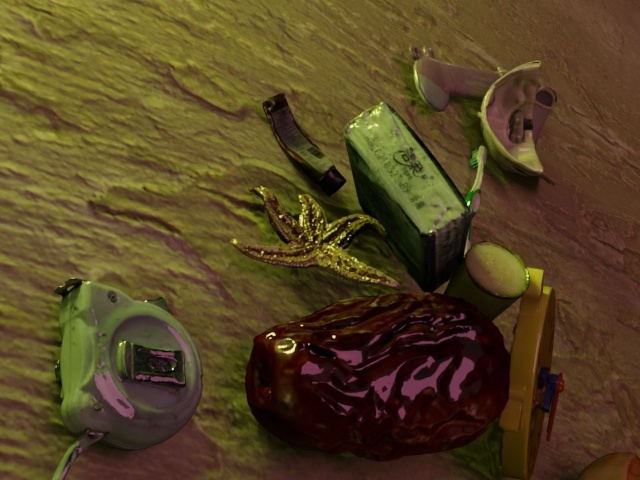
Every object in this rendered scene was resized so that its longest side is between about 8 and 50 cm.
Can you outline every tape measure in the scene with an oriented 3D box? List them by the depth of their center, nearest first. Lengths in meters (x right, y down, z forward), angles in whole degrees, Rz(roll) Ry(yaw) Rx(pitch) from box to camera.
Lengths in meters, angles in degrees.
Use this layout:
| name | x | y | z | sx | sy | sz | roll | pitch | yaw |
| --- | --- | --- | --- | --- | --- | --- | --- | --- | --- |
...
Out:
| name | x | y | z | sx | sy | sz | roll | pitch | yaw |
| --- | --- | --- | --- | --- | --- | --- | --- | --- | --- |
| tape measure | -0.179 | 0.202 | 0.793 | 0.164 | 0.084 | 0.330 | 12 | 57 | -37 |

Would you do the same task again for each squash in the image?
| name | x | y | z | sx | sy | sz | roll | pitch | yaw |
| --- | --- | --- | --- | --- | --- | --- | --- | --- | --- |
| squash | 0.209 | 0.096 | 1.181 | 0.094 | 0.224 | 0.094 | 7 | 54 | -10 |

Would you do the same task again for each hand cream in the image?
| name | x | y | z | sx | sy | sz | roll | pitch | yaw |
| --- | --- | --- | --- | --- | --- | --- | --- | --- | --- |
| hand cream | -0.024 | -0.137 | 1.202 | 0.163 | 0.039 | 0.062 | 53 | 41 | 1 |

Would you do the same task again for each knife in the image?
| name | x | y | z | sx | sy | sz | roll | pitch | yaw |
| --- | --- | --- | --- | --- | --- | --- | --- | --- | --- |
| knife | 0.288 | -0.299 | 1.625 | 0.399 | 0.038 | 0.132 | -6 | 79 | -49 |

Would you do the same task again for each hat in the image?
| name | x | y | z | sx | sy | sz | roll | pitch | yaw |
| --- | --- | --- | --- | --- | --- | --- | --- | --- | --- |
| hat | 0.382 | -0.214 | 1.638 | 0.226 | 0.164 | 0.219 | 59 | 34 | -77 |

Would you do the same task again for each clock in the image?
| name | x | y | z | sx | sy | sz | roll | pitch | yaw |
| --- | --- | --- | --- | --- | --- | --- | --- | --- | --- |
| clock | 0.310 | 0.201 | 1.200 | 0.293 | 0.071 | 0.277 | 54 | 47 | -63 |

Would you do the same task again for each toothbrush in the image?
| name | x | y | z | sx | sy | sz | roll | pitch | yaw |
| --- | --- | --- | --- | --- | --- | --- | --- | --- | --- |
| toothbrush | 0.264 | -0.059 | 1.460 | 0.030 | 0.030 | 0.303 | 38 | 44 | -24 |

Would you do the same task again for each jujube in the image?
| name | x | y | z | sx | sy | sz | roll | pitch | yaw |
| --- | --- | --- | --- | --- | --- | --- | --- | --- | --- |
| jujube | 0.072 | 0.162 | 1.004 | 0.342 | 0.216 | 0.216 | 4 | 64 | -39 |

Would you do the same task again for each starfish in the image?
| name | x | y | z | sx | sy | sz | roll | pitch | yaw |
| --- | --- | --- | --- | --- | --- | --- | --- | --- | --- |
| starfish | -0.003 | 0.006 | 1.077 | 0.213 | 0.057 | 0.238 | -24 | 56 | -41 |

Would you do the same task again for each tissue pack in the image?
| name | x | y | z | sx | sy | sz | roll | pitch | yaw |
| --- | --- | --- | --- | --- | --- | --- | --- | --- | --- |
| tissue pack | 0.117 | -0.048 | 1.120 | 0.185 | 0.081 | 0.257 | 54 | -5 | 19 |

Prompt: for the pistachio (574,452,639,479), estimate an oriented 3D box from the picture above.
| name | x | y | z | sx | sy | sz | roll | pitch | yaw |
| --- | --- | --- | --- | --- | --- | --- | --- | --- | --- |
| pistachio | 0.461 | 0.440 | 1.239 | 0.309 | 0.230 | 0.229 | -19 | 82 | -54 |
